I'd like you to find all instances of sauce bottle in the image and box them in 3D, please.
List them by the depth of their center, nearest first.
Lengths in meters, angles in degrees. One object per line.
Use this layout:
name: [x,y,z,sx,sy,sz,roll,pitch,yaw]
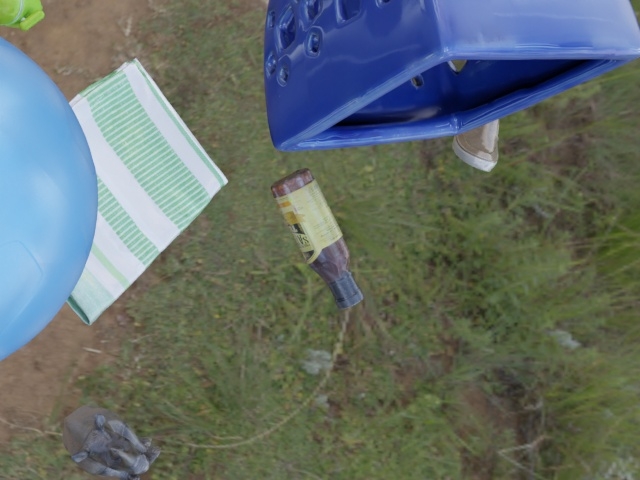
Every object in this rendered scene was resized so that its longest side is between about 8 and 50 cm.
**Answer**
sauce bottle: [0.000,0.000,0.807,0.042,0.042,0.128,-32,101,-33]

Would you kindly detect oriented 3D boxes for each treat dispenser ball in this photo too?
treat dispenser ball: [-0.316,-0.031,0.690,0.288,0.288,0.288,3,84,-35]

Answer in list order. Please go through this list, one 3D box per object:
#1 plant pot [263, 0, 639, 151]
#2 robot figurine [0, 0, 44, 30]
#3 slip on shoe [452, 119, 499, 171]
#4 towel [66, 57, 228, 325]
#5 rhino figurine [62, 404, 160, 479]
plant pot: [0.085,-0.210,0.755,0.236,0.236,0.212,-11,84,-36]
robot figurine: [-0.481,-0.366,1.422,0.067,0.115,0.101,-44,86,14]
slip on shoe: [0.179,-0.122,1.019,0.051,0.041,0.135,24,31,-1]
towel: [-0.288,-0.081,1.255,0.248,0.038,0.325,54,47,-16]
rhino figurine: [-0.244,0.235,1.043,0.106,0.243,0.073,36,74,-10]
